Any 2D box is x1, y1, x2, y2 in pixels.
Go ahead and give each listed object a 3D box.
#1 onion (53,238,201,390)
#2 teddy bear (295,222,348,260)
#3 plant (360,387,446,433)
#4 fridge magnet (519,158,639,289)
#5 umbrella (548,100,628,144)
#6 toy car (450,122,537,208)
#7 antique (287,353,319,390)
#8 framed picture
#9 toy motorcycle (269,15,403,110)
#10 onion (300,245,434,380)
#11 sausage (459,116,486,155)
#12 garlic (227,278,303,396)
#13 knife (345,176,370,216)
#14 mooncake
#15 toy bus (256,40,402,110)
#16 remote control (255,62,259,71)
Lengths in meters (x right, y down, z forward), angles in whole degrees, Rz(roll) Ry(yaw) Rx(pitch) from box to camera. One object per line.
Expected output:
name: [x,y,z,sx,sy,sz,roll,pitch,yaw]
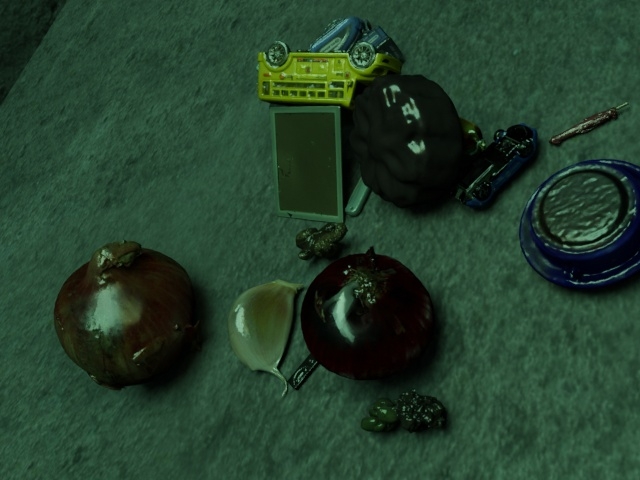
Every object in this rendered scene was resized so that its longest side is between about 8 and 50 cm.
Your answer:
onion: [-0.453,0.179,1.723,0.354,0.354,0.353,-17,55,26]
teddy bear: [0.006,0.007,1.647,0.119,0.078,0.160,-45,23,-20]
plant: [0.154,0.324,1.348,0.174,0.087,0.085,-14,21,31]
fridge magnet: [0.488,-0.037,1.310,0.266,0.113,0.265,-19,52,26]
umbrella: [0.539,-0.235,1.455,0.165,0.025,0.027,-26,70,23]
toy car: [0.364,-0.153,1.496,0.216,0.063,0.103,-43,34,1]
antique: [0.000,0.238,1.544,0.192,0.015,0.031,-51,48,-2]
framed picture: [-0.031,-0.183,1.721,0.217,0.016,0.273,8,106,37]
toy motorcycle: [0.019,-0.427,1.863,0.359,0.125,0.212,-39,50,12]
onion: [0.088,0.168,1.424,0.273,0.285,0.273,2,42,-2]
sausage: [0.249,-0.261,1.597,0.082,0.082,0.371,-48,38,0]
garlic: [-0.139,0.217,1.613,0.148,0.129,0.266,-15,66,41]
knife: [0.101,-0.129,1.693,0.044,0.023,0.162,12,71,43]
mooncake: [0.171,-0.210,1.534,0.141,0.283,0.283,-13,42,-26]
toy bus: [0.020,-0.381,1.697,0.330,0.144,0.152,8,96,26]
remote control: [-0.133,-0.482,2.063,0.061,0.029,0.162,-44,47,2]
